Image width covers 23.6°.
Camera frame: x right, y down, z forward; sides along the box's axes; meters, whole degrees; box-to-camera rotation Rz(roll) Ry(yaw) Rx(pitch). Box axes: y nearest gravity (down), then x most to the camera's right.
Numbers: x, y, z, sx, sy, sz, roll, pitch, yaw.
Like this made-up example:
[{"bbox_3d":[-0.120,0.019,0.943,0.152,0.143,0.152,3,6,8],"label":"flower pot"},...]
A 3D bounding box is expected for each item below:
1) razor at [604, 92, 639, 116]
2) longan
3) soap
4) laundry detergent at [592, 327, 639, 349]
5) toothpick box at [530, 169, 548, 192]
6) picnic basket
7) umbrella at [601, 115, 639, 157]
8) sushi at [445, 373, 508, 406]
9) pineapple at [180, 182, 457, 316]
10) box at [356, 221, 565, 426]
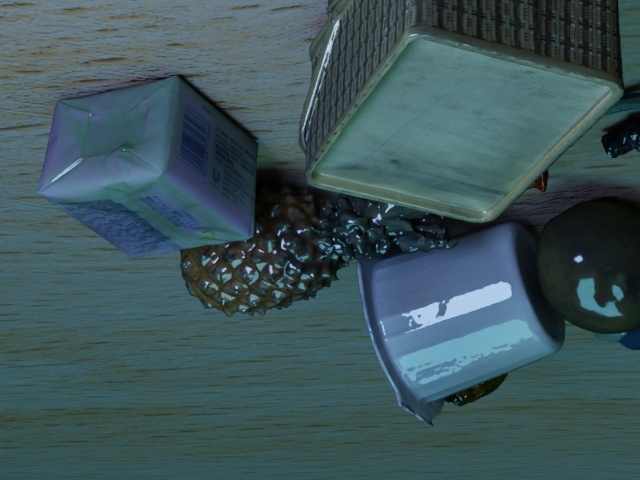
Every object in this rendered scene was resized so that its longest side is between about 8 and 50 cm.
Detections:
[{"bbox_3d":[0.295,-0.136,1.702,0.191,0.037,0.068,-18,144,38],"label":"razor"},{"bbox_3d":[0.355,0.031,1.926,0.167,0.167,0.187,-12,148,33],"label":"longan"},{"bbox_3d":[-0.196,-0.081,1.783,0.182,0.138,0.199,-10,153,27],"label":"soap"},{"bbox_3d":[0.523,0.122,2.192,0.289,0.094,0.143,5,161,-2],"label":"laundry detergent"},{"bbox_3d":[0.232,-0.078,1.836,0.083,0.047,0.047,-1,156,11],"label":"toothpick box"},{"bbox_3d":[0.127,-0.170,1.488,0.228,0.175,0.313,12,152,-16],"label":"picnic basket"},{"bbox_3d":[0.370,-0.127,1.709,0.040,0.037,0.144,28,153,-18],"label":"umbrella"},{"bbox_3d":[0.190,0.172,2.316,0.140,0.149,0.287,-20,-173,-9],"label":"sushi"},{"bbox_3d":[0.000,0.000,1.911,0.361,0.175,0.175,-6,155,24],"label":"pineapple"},{"bbox_3d":[0.187,0.066,2.000,0.206,0.291,0.262,-20,-170,21],"label":"box"}]
